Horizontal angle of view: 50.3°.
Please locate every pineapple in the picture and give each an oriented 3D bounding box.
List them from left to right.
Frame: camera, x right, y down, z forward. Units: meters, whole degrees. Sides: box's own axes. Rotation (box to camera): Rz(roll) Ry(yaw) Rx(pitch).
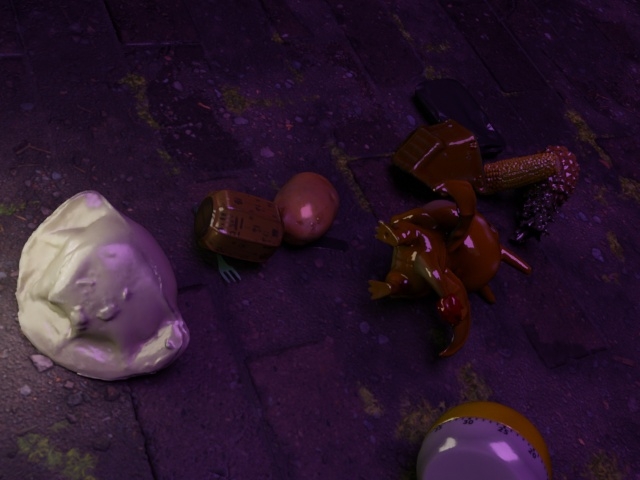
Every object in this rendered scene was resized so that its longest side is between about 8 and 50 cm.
[{"bbox_3d":[0.655,-0.133,1.991,0.175,0.175,0.361,30,48,1],"label":"pineapple"}]

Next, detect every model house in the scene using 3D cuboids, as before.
[{"bbox_3d":[0.317,-0.235,1.961,0.239,0.173,0.268,-14,29,-15],"label":"model house"}]

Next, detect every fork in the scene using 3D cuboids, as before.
[{"bbox_3d":[-0.253,0.009,1.622,0.039,0.021,0.235,-14,60,-34],"label":"fork"}]

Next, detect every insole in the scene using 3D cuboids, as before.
[{"bbox_3d":[0.000,0.000,1.739,0.153,0.002,0.053,12,52,-13],"label":"insole"}]

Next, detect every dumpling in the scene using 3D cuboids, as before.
[{"bbox_3d":[-0.449,0.114,1.384,0.316,0.233,0.395,-37,87,-5],"label":"dumpling"}]

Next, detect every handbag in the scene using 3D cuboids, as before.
[{"bbox_3d":[0.440,-0.378,2.149,0.192,0.075,0.332,-15,63,-30],"label":"handbag"}]

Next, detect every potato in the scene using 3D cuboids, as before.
[{"bbox_3d":[-0.032,-0.085,1.709,0.150,0.146,0.233,47,43,-23],"label":"potato"}]

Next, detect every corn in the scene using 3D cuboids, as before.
[{"bbox_3d":[0.553,-0.193,1.962,0.091,0.260,0.091,18,64,-52],"label":"corn"}]

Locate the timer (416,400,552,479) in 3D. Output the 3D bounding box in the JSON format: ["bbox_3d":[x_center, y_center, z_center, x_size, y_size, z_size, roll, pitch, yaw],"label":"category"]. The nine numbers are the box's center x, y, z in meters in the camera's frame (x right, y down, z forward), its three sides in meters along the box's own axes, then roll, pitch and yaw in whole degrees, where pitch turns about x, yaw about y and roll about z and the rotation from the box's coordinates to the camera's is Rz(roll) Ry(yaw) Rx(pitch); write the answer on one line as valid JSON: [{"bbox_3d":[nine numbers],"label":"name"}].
[{"bbox_3d":[0.346,0.440,1.400,0.285,0.285,0.285,11,52,-14],"label":"timer"}]

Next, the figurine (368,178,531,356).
[{"bbox_3d":[0.303,0.061,1.664,0.387,0.268,0.400,-9,91,-46],"label":"figurine"}]

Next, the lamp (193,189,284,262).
[{"bbox_3d":[-0.187,-0.033,1.576,0.185,0.161,0.161,18,48,-31],"label":"lamp"}]
